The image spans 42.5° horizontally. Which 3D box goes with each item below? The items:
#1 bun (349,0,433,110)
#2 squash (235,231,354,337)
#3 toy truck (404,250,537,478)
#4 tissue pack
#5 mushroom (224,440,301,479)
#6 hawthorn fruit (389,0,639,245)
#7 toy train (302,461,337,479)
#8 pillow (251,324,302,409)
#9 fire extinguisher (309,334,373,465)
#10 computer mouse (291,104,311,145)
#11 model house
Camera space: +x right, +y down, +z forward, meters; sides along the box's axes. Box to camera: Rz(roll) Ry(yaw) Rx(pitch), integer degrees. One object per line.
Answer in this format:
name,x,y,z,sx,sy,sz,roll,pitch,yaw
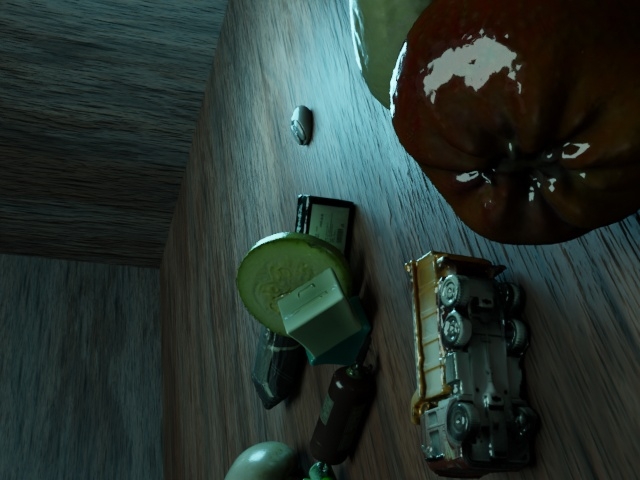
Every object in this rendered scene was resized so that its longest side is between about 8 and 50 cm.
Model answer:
bun,0.176,-0.307,0.952,0.213,0.361,0.361,25,114,25
squash,-0.047,0.083,1.516,0.041,0.219,0.219,-71,1,-56
toy truck,0.173,0.144,0.993,0.135,0.114,0.270,138,136,-58
tissue pack,-0.001,0.001,1.579,0.090,0.103,0.170,-169,87,-69
mushroom,-0.110,0.519,1.646,0.226,0.178,0.226,-62,-10,-19
hawthorn fruit,0.216,-0.155,0.780,0.277,0.277,0.298,119,171,-49
toy train,0.022,0.480,1.390,0.251,0.085,0.119,-126,51,-61
pillow,-0.088,0.214,1.780,0.161,0.093,0.335,-123,43,-70
fire extinguisher,0.045,0.271,1.416,0.099,0.071,0.231,-58,-14,-64
computer mouse,-0.047,-0.268,1.904,0.066,0.039,0.096,132,140,-61
model house,0.017,0.148,1.449,0.127,0.149,0.100,-33,31,7
